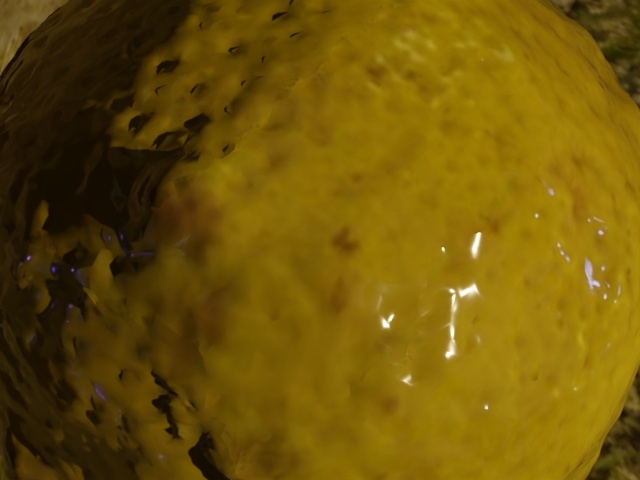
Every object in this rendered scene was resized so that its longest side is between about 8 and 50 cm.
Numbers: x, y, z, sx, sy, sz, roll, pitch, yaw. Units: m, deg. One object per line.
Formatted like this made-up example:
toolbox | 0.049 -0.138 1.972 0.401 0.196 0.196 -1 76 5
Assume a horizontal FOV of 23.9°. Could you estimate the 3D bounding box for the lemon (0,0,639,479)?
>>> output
lemon | 0.000 0.000 0.761 0.387 0.350 0.350 -43 110 -23
